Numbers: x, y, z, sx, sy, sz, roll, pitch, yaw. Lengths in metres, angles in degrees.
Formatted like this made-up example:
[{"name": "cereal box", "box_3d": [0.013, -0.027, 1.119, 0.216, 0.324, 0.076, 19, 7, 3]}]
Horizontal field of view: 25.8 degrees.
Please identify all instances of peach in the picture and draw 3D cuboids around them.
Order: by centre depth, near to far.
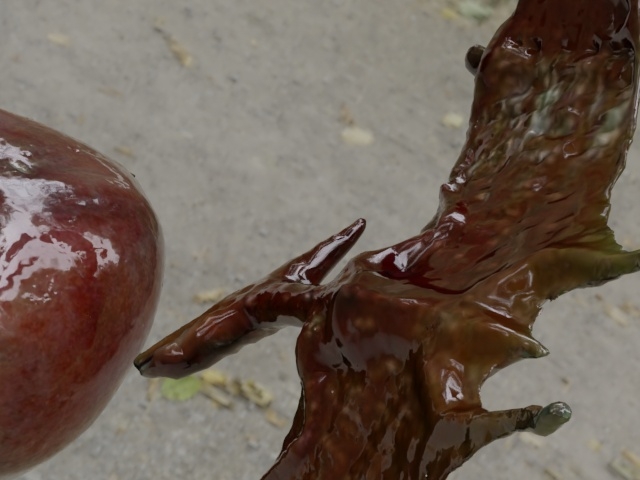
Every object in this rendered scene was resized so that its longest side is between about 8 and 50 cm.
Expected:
[{"name": "peach", "box_3d": [-0.129, 0.011, 0.539, 0.152, 0.152, 0.152, 21, 33, -14]}]

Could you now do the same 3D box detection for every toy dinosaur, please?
[{"name": "toy dinosaur", "box_3d": [0.008, -0.004, 0.392, 0.113, 0.327, 0.206, 43, 7, -25]}]
